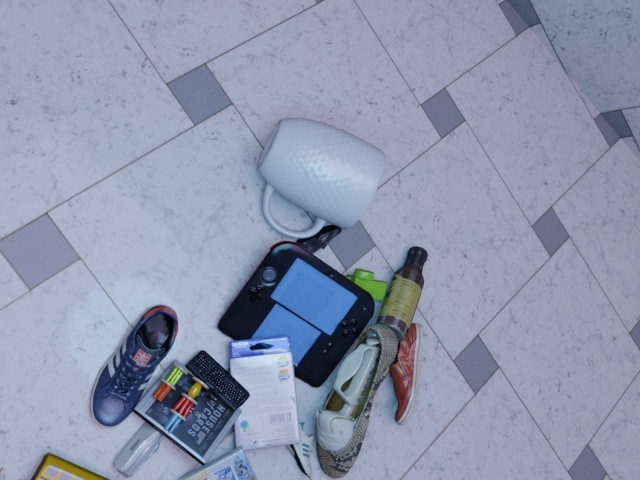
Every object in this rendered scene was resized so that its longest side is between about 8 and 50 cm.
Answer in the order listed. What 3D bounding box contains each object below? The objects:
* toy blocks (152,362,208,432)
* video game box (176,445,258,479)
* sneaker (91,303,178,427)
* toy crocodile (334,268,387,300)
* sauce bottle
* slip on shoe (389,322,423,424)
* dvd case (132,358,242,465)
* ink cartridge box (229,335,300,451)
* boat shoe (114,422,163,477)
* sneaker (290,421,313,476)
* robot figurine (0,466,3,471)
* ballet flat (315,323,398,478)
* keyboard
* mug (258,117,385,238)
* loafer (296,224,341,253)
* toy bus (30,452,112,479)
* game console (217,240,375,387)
[{"bbox_3d":[-0.389,0.418,1.574,0.123,0.054,0.148,31,66,8],"label":"toy blocks"},{"bbox_3d":[-0.269,0.698,1.632,0.205,0.048,0.187,-25,95,-11],"label":"video game box"},{"bbox_3d":[-0.486,0.323,1.563,0.131,0.148,0.350,30,69,-19],"label":"sneaker"},{"bbox_3d":[0.066,0.143,1.900,0.340,0.105,0.115,6,98,-27],"label":"toy crocodile"},{"bbox_3d":[0.280,0.170,1.973,0.111,0.111,0.345,38,53,-15],"label":"sauce bottle"},{"bbox_3d":[0.268,0.431,1.945,0.101,0.123,0.332,9,76,-2],"label":"slip on shoe"},{"bbox_3d":[-0.357,0.464,1.614,0.238,0.030,0.179,37,51,0],"label":"dvd case"},{"bbox_3d":[-0.165,0.439,1.725,0.185,0.065,0.312,-5,85,-9],"label":"ink cartridge box"},{"bbox_3d":[-0.463,0.547,1.586,0.184,0.066,0.063,-54,134,-35],"label":"boat shoe"},{"bbox_3d":[-0.044,0.622,1.778,0.075,0.057,0.162,-23,89,-22],"label":"sneaker"},{"bbox_3d":[-0.828,0.607,1.354,0.219,0.128,0.158,-19,47,-28],"label":"robot figurine"},{"bbox_3d":[0.081,0.465,1.765,0.182,0.163,0.483,34,78,-56],"label":"ballet flat"},{"bbox_3d":[-0.288,0.393,1.650,0.192,0.038,0.100,41,52,4],"label":"keyboard"},{"bbox_3d":[-0.033,-0.183,1.835,0.327,0.276,0.374,25,101,-15],"label":"mug"},{"bbox_3d":[0.000,0.000,1.918,0.170,0.062,0.061,-25,114,-24],"label":"loafer"},{"bbox_3d":[-0.564,0.664,1.487,0.332,0.108,0.130,33,67,-17],"label":"toy bus"},{"bbox_3d":[-0.061,0.220,1.779,0.386,0.060,0.342,35,89,-16],"label":"game console"}]
